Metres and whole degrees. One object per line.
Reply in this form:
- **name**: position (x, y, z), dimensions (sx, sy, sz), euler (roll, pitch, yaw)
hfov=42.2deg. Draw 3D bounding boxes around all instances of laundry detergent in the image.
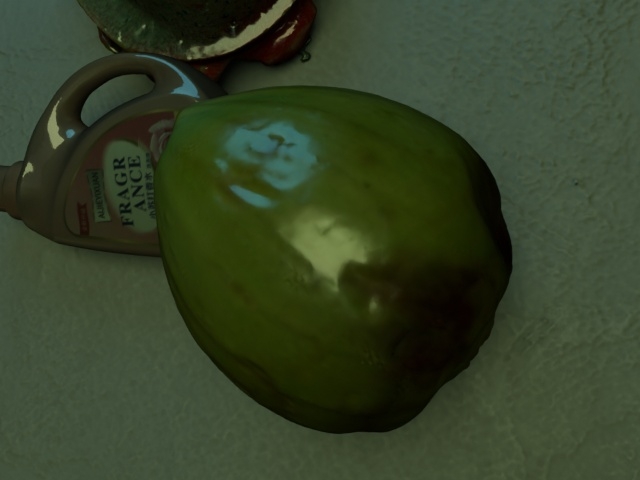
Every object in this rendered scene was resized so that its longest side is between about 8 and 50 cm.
- **laundry detergent**: position (-0.178, -0.075, 0.709), dimensions (0.237, 0.076, 0.171), euler (7, 104, 15)

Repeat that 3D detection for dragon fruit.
- **dragon fruit**: position (-0.113, -0.279, 0.726), dimensions (0.268, 0.130, 0.295), euler (-11, 79, 16)

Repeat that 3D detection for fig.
- **fig**: position (0.000, 0.000, 0.589), dimensions (0.271, 0.239, 0.239), euler (40, 91, 8)
